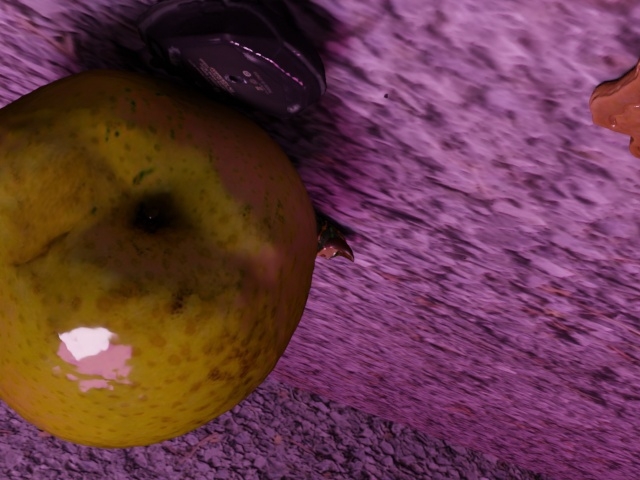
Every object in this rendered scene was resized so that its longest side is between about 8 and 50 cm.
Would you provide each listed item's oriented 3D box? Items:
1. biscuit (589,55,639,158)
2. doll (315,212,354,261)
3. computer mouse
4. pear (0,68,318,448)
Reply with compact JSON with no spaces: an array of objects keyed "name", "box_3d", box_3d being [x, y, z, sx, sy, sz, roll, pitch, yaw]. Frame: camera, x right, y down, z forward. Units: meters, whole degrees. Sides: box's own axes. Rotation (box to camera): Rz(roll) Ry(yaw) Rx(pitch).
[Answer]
[{"name":"biscuit","box_3d":[0.294,-0.084,0.488,0.184,0.027,0.133,26,156,-19]},{"name":"doll","box_3d":[-0.001,-0.010,0.896,0.113,0.076,0.078,-3,-162,-29]},{"name":"computer mouse","box_3d":[-0.071,-0.160,0.552,0.192,0.062,0.106,18,165,33]},{"name":"pear","box_3d":[-0.176,0.015,0.638,0.391,0.391,0.391,16,159,6]}]
